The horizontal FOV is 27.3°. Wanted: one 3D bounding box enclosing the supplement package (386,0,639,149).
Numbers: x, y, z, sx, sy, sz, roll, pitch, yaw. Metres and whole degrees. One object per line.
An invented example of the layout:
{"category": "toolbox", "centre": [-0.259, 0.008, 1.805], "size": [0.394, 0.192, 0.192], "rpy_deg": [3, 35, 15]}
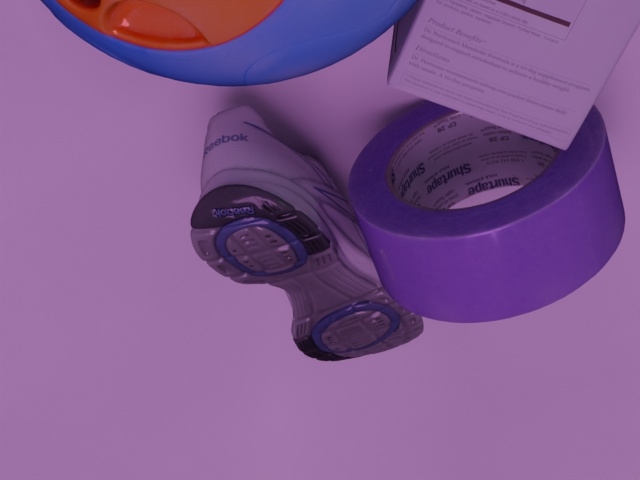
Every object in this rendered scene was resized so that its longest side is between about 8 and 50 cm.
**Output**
{"category": "supplement package", "centre": [0.150, -0.207, 0.847], "size": [0.134, 0.139, 0.244], "rpy_deg": [19, 128, -7]}

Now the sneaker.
{"category": "sneaker", "centre": [0.000, 0.000, 1.053], "size": [0.111, 0.129, 0.297], "rpy_deg": [-18, 143, 17]}

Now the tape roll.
{"category": "tape roll", "centre": [0.120, -0.032, 0.958], "size": [0.189, 0.189, 0.080], "rpy_deg": [-11, 125, 14]}

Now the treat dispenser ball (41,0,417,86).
{"category": "treat dispenser ball", "centre": [-0.053, -0.232, 0.753], "size": [0.288, 0.288, 0.288], "rpy_deg": [3, 129, 4]}
